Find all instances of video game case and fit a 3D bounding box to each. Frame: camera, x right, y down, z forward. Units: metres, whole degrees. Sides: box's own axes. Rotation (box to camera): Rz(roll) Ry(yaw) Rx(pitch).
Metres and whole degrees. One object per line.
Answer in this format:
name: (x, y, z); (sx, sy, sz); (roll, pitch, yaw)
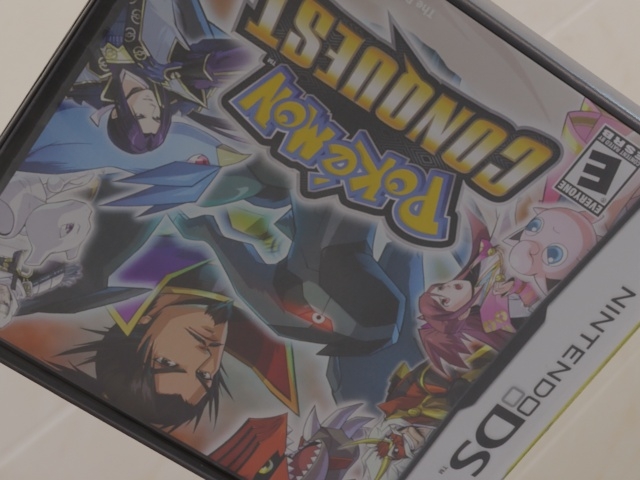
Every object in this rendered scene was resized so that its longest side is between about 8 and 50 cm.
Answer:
video game case: (0.000, 0.000, 0.640); (0.275, 0.035, 0.248); (32, -69, -15)
